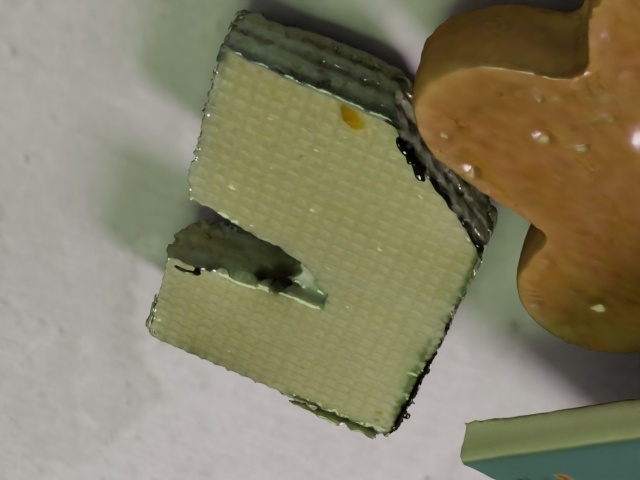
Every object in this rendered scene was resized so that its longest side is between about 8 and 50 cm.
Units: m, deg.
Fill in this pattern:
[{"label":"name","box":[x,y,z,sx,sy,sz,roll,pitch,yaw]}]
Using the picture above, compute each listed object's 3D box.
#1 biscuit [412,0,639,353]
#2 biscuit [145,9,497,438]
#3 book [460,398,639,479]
[{"label":"biscuit","box":[0.209,0.000,0.719,0.355,0.052,0.275,34,146,-19]},{"label":"biscuit","box":[0.000,0.000,0.832,0.147,0.046,0.250,22,145,3]},{"label":"book","box":[0.272,0.119,0.760,0.264,0.031,0.379,27,156,-27]}]
